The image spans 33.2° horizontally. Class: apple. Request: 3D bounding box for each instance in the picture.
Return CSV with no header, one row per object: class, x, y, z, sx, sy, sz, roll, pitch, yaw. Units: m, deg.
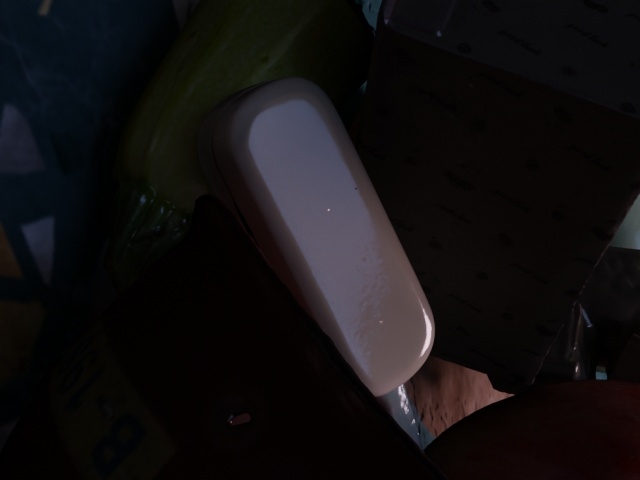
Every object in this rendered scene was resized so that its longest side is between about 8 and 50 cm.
apple,0.192,0.260,0.827,0.345,0.269,0.345,-1,91,-38

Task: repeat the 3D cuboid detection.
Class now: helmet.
helmet,-0.035,0.184,0.506,0.230,0.385,0.337,-36,122,-9

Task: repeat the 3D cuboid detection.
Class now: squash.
squash,-0.058,-0.089,0.680,0.137,0.137,0.287,61,42,-28

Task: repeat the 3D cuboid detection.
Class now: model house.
model house,0.234,0.083,0.977,0.188,0.229,0.122,-55,154,-64

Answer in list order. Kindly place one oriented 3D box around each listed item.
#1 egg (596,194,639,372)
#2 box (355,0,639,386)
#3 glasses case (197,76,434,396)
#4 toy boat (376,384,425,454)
egg,0.292,0.025,1.128,0.168,0.168,0.231,-8,84,-56
box,0.130,-0.083,0.772,0.297,0.190,0.225,101,11,-52
glasses case,0.000,0.000,0.632,0.083,0.050,0.196,-34,106,-30
toy boat,0.002,0.088,0.743,0.079,0.134,0.208,-22,104,-12
